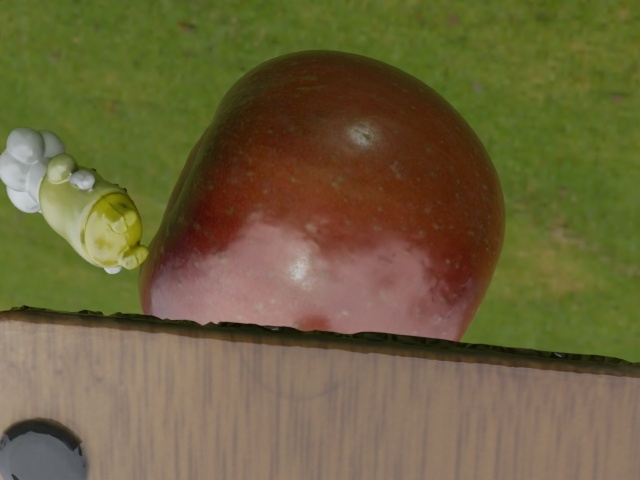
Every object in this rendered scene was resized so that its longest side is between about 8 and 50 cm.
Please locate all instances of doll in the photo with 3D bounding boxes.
[{"bbox_3d":[-0.202,-0.035,1.222,0.162,0.062,0.106,34,147,36],"label":"doll"}]

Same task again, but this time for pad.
[{"bbox_3d":[0.027,0.158,0.406,0.284,0.287,0.018,5,-159,10],"label":"pad"}]

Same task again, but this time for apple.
[{"bbox_3d":[0.000,0.000,1.366,0.276,0.349,0.348,25,164,-8],"label":"apple"}]
